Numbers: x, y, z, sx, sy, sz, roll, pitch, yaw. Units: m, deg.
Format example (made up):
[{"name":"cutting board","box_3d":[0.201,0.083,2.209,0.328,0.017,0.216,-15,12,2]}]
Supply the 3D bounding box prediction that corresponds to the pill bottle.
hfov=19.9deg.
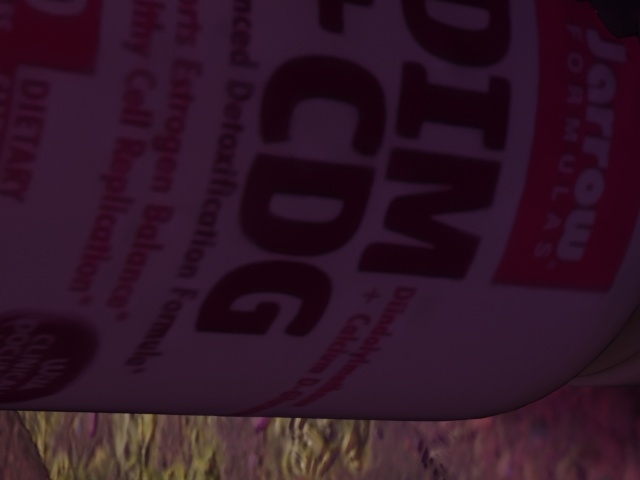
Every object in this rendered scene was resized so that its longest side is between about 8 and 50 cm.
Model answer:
[{"name":"pill bottle","box_3d":[-0.010,-0.035,0.462,0.160,0.283,0.160,-10,78,54]}]

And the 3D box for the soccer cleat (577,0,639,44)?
[{"name":"soccer cleat","box_3d":[0.160,-0.026,0.313,0.116,0.108,0.318,-40,55,-3]}]
